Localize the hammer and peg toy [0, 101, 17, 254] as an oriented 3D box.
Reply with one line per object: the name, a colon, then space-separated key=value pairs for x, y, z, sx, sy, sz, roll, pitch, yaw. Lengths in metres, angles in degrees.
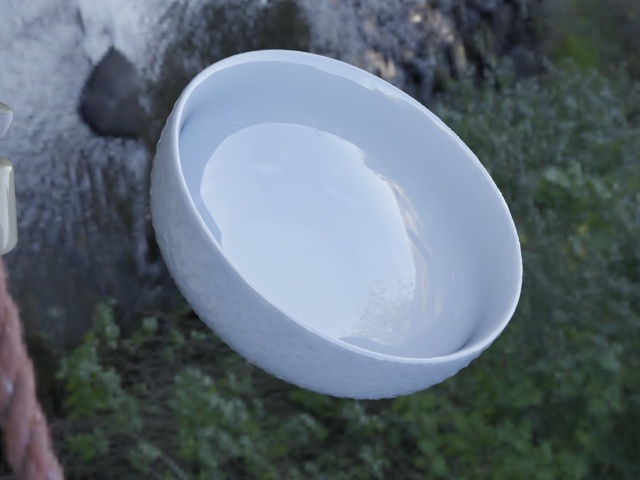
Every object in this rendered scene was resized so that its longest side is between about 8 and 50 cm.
hammer and peg toy: x=-0.361 y=-0.094 z=0.935 sx=0.266 sy=0.361 sz=0.127 roll=-5 pitch=111 yaw=-34

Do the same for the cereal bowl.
cereal bowl: x=0.000 y=0.000 z=1.189 sx=0.141 sy=0.339 sz=0.339 roll=-53 pitch=-153 yaw=43
